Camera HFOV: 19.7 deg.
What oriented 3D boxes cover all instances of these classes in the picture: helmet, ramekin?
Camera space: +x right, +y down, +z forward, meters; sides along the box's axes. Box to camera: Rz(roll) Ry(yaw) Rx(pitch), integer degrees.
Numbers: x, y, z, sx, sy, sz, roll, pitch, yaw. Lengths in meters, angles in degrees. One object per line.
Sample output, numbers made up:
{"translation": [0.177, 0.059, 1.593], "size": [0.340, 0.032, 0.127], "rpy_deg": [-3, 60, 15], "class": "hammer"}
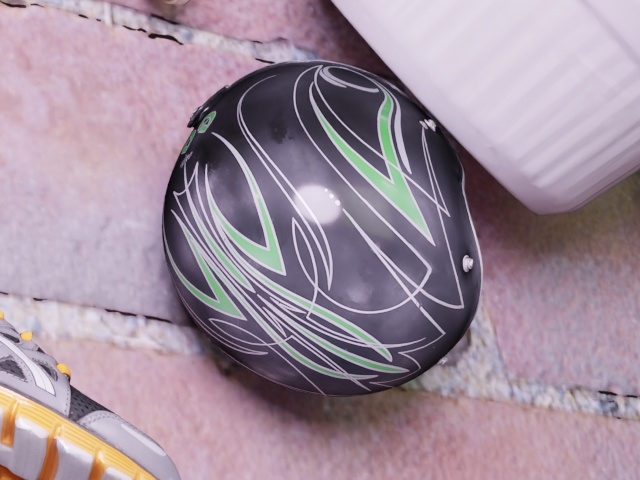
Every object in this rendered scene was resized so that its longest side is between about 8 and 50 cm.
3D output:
{"translation": [0.000, 0.000, 0.974], "size": [0.169, 0.169, 0.161], "rpy_deg": [26, 36, -25], "class": "helmet"}
{"translation": [0.105, -0.133, 1.091], "size": [0.273, 0.127, 0.273], "rpy_deg": [46, 9, -9], "class": "ramekin"}

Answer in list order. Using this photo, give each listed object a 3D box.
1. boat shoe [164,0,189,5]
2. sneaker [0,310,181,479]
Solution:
{"translation": [-0.121, -0.208, 1.070], "size": [0.059, 0.063, 0.170], "rpy_deg": [-5, 60, -38], "class": "boat shoe"}
{"translation": [-0.143, 0.046, 0.670], "size": [0.215, 0.084, 0.083], "rpy_deg": [28, 41, -8], "class": "sneaker"}
